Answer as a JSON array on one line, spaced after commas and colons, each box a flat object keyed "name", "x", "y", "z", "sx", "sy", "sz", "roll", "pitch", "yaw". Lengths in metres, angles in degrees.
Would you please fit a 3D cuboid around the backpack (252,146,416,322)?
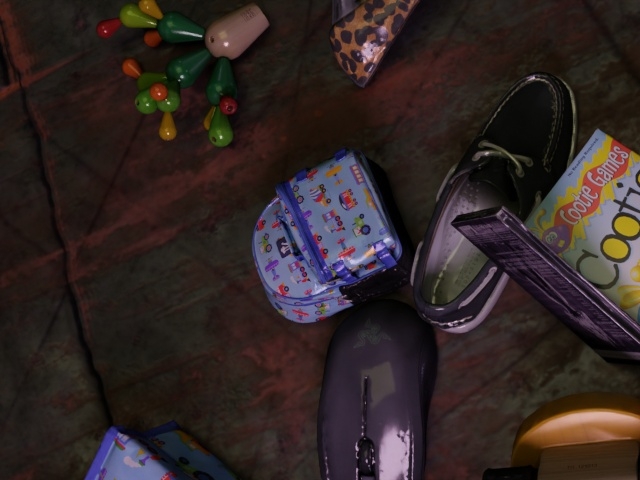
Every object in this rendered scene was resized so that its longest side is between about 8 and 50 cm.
[{"name": "backpack", "x": 0.000, "y": 0.000, "z": 1.782, "sx": 0.173, "sy": 0.117, "sz": 0.158, "roll": -24, "pitch": 69, "yaw": 13}]

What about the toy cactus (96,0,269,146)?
[{"name": "toy cactus", "x": -0.145, "y": -0.215, "z": 1.898, "sx": 0.180, "sy": 0.112, "sz": 0.219, "roll": -37, "pitch": 60, "yaw": -5}]

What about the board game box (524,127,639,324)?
[{"name": "board game box", "x": 0.352, "y": 0.035, "z": 1.647, "sx": 0.275, "sy": 0.142, "sz": 0.144, "roll": 37, "pitch": 89, "yaw": 22}]

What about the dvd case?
[{"name": "dvd case", "x": 0.233, "y": 0.046, "z": 1.626, "sx": 0.221, "sy": 0.164, "sz": 0.018, "roll": 41, "pitch": 81, "yaw": -6}]

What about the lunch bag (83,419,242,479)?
[{"name": "lunch bag", "x": -0.184, "y": 0.374, "z": 1.755, "sx": 0.221, "sy": 0.138, "sz": 0.293, "roll": 38, "pitch": 104, "yaw": 24}]

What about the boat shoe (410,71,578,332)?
[{"name": "boat shoe", "x": 0.185, "y": -0.047, "z": 1.747, "sx": 0.114, "sy": 0.091, "sz": 0.302, "roll": 18, "pitch": 82, "yaw": 20}]

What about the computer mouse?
[{"name": "computer mouse", "x": 0.063, "y": 0.189, "z": 1.737, "sx": 0.188, "sy": 0.072, "sz": 0.272, "roll": -4, "pitch": 75, "yaw": 17}]

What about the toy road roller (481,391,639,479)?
[{"name": "toy road roller", "x": 0.284, "y": 0.298, "z": 1.602, "sx": 0.202, "sy": 0.240, "sz": 0.329, "roll": -8, "pitch": 112, "yaw": 15}]

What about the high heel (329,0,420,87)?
[{"name": "high heel", "x": 0.137, "y": -0.268, "z": 1.833, "sx": 0.261, "sy": 0.093, "sz": 0.186, "roll": -3, "pitch": 87, "yaw": 14}]
